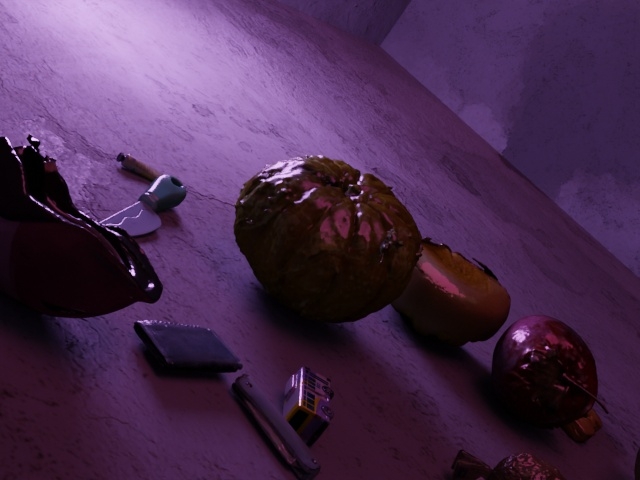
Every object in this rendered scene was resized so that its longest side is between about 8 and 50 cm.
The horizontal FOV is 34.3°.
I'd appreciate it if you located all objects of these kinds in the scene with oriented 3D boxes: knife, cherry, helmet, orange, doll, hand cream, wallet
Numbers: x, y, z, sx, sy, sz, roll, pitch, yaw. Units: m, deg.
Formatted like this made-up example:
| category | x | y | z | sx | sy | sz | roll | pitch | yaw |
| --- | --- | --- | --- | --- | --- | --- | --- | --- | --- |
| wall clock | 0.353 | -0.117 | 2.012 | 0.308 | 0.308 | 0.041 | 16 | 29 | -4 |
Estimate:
| category | x | y | z | sx | sy | sz | roll | pitch | yaw |
| --- | --- | --- | --- | --- | --- | --- | --- | --- | --- |
| knife | -0.263 | -0.041 | 1.548 | 0.063 | 0.034 | 0.260 | 42 | 25 | -3 |
| cherry | 0.391 | 0.219 | 1.804 | 0.192 | 0.175 | 0.250 | 29 | 23 | 0 |
| helmet | -0.313 | 0.004 | 1.171 | 0.253 | 0.154 | 0.198 | 55 | 0 | 2 |
| knife | -0.057 | 0.227 | 1.264 | 0.044 | 0.023 | 0.162 | -1 | 41 | -52 |
| orange | 0.000 | 0.000 | 1.605 | 0.301 | 0.223 | 0.300 | 31 | 23 | 3 |
| doll | 0.288 | 0.355 | 1.439 | 0.221 | 0.115 | 0.105 | 34 | 28 | 15 |
| hand cream | -0.285 | -0.113 | 1.685 | 0.102 | 0.022 | 0.035 | 29 | 19 | -34 |
| wallet | -0.167 | 0.135 | 1.290 | 0.129 | 0.026 | 0.088 | 11 | 27 | -48 |

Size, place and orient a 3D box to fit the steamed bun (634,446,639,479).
| category | x | y | z | sx | sy | sz | roll | pitch | yaw |
| --- | --- | --- | --- | --- | --- | --- | --- | --- | --- |
| steamed bun | 0.652 | 0.408 | 1.691 | 0.203 | 0.276 | 0.289 | -26 | 23 | -33 |

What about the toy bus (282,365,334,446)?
| category | x | y | z | sx | sy | sz | roll | pitch | yaw |
| --- | --- | --- | --- | --- | --- | --- | --- | --- | --- |
| toy bus | -0.018 | 0.210 | 1.330 | 0.058 | 0.052 | 0.102 | 32 | 21 | -13 |

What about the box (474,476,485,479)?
| category | x | y | z | sx | sy | sz | roll | pitch | yaw |
| --- | --- | --- | --- | --- | --- | --- | --- | --- | --- |
| box | 0.193 | 0.388 | 1.247 | 0.155 | 0.067 | 0.243 | 44 | 21 | 19 |

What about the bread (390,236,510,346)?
| category | x | y | z | sx | sy | sz | roll | pitch | yaw |
| --- | --- | --- | --- | --- | --- | --- | --- | --- | --- |
| bread | 0.206 | 0.106 | 1.826 | 0.260 | 0.158 | 0.156 | 36 | 29 | -3 |

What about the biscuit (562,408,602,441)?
| category | x | y | z | sx | sy | sz | roll | pitch | yaw |
| --- | --- | --- | --- | --- | --- | --- | --- | --- | --- |
| biscuit | 0.431 | 0.280 | 1.945 | 0.238 | 0.041 | 0.212 | 35 | 21 | -6 |
